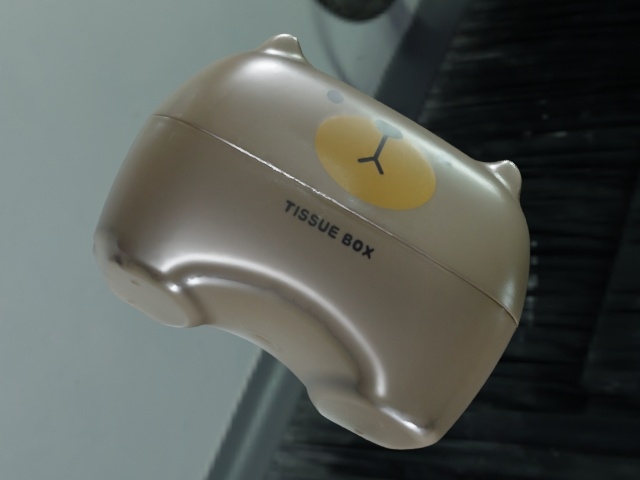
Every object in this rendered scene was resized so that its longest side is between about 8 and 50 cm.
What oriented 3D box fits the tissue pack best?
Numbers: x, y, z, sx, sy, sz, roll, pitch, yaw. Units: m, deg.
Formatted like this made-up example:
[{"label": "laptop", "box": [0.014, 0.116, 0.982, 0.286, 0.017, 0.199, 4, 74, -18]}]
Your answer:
[{"label": "tissue pack", "box": [0.000, 0.000, 1.296, 0.387, 0.267, 0.277, 31, 73, -1]}]
